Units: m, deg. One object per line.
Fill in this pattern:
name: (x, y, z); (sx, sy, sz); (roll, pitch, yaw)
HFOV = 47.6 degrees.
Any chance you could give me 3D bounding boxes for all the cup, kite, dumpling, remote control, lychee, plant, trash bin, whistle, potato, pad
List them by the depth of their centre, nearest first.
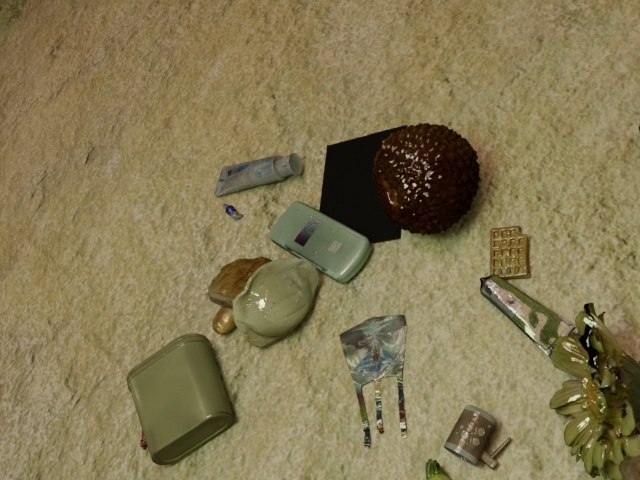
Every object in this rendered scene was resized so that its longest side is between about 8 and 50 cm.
plant: (0.527, 0.264, 1.260); (0.297, 0.261, 0.305); (3, 73, 32)
cup: (0.309, 0.388, 1.430); (0.102, 0.074, 0.099); (20, 72, 38)
kite: (0.138, 0.302, 1.632); (0.169, 0.015, 0.309); (-23, 50, 15)
lychee: (0.258, -0.152, 1.716); (0.268, 0.267, 0.267); (-16, 53, 22)
dumpling: (-0.114, 0.139, 1.780); (0.252, 0.179, 0.131); (-45, 29, -3)
trash bin: (-0.346, 0.391, 1.799); (0.243, 0.121, 0.247); (-35, 52, 6)
remote control: (0.000, 0.000, 1.882); (0.296, 0.056, 0.140); (29, 79, 39)
potato: (-0.248, 0.207, 1.896); (0.068, 0.062, 0.083); (-25, 10, 48)
pad: (0.111, -0.141, 1.952); (0.248, 0.007, 0.367); (-10, 56, 25)
whistle: (-0.258, -0.086, 2.123); (0.033, 0.029, 0.083); (-21, 45, -32)

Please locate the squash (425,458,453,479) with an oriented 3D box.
squash: (0.259, 0.505, 1.382); (0.094, 0.094, 0.224); (-39, 42, 3)

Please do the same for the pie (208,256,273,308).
pie: (-0.201, 0.107, 1.917); (0.195, 0.046, 0.195); (-16, 36, 12)

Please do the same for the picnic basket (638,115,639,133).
picnic basket: (0.795, -0.264, 1.415); (0.338, 0.337, 0.292); (9, 65, 35)

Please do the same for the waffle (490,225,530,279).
waffle: (0.427, 0.027, 1.639); (0.092, 0.021, 0.134); (-8, 57, 28)

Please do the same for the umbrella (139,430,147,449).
umbrella: (-0.452, 0.458, 1.876); (0.027, 0.025, 0.165); (-6, 56, 1)

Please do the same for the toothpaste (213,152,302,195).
toothpaste: (-0.190, -0.198, 2.137); (0.299, 0.073, 0.113); (-8, 56, 35)

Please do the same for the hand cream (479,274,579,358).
hand cream: (0.430, 0.152, 1.540); (0.086, 0.055, 0.235); (-48, 56, -2)
